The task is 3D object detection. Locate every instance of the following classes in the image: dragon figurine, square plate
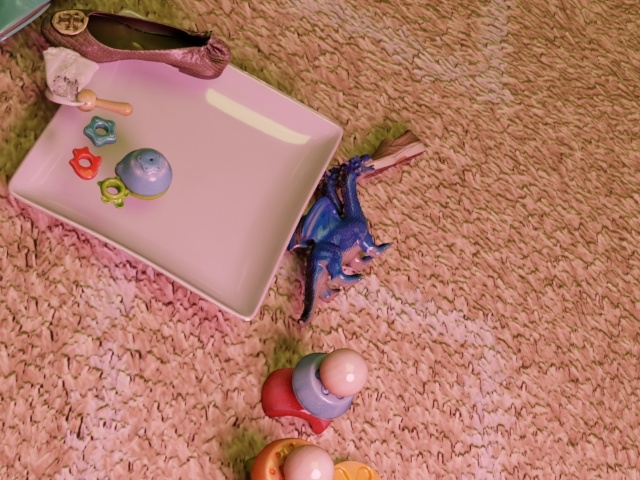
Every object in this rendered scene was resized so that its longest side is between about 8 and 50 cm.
[{"bbox_3d":[0.000,0.000,1.977,0.144,0.085,0.289,47,52,-4],"label":"dragon figurine"},{"bbox_3d":[-0.180,-0.099,1.923,0.344,0.049,0.347,29,55,-5],"label":"square plate"}]

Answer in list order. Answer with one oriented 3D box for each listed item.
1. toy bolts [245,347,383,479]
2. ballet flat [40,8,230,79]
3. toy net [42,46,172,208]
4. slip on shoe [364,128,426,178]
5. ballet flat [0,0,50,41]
[{"bbox_3d":[0.021,0.247,1.824,0.218,0.158,0.228,18,59,-22],"label":"toy bolts"},{"bbox_3d":[-0.236,-0.264,1.930,0.250,0.058,0.084,11,55,-15],"label":"ballet flat"},{"bbox_3d":[-0.286,-0.138,1.848,0.122,0.045,0.232,-32,76,-31],"label":"toy net"},{"bbox_3d":[0.096,-0.125,2.118,0.135,0.051,0.041,-25,86,-39],"label":"slip on shoe"},{"bbox_3d":[-0.374,-0.337,1.924,0.247,0.083,0.087,-46,118,-42],"label":"ballet flat"}]
